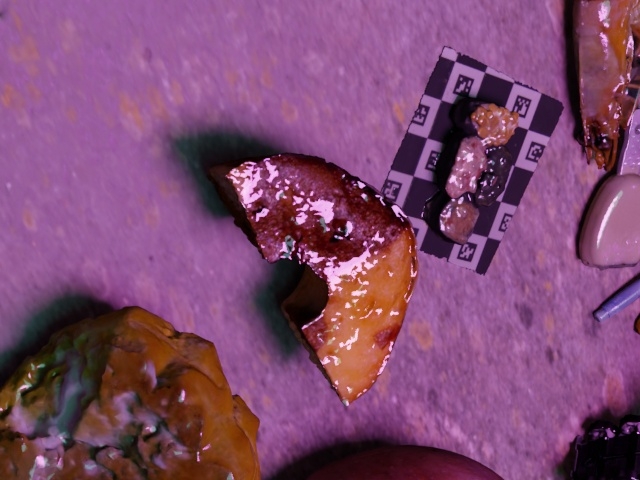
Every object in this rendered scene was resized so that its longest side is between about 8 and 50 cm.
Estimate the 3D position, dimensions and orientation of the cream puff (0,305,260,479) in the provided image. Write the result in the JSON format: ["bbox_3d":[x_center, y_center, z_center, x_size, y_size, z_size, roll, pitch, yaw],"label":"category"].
[{"bbox_3d":[-0.184,0.198,1.286,0.281,0.185,0.282,1,96,8],"label":"cream puff"}]

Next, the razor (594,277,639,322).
[{"bbox_3d":[0.390,0.057,1.669,0.135,0.040,0.068,-33,122,-10],"label":"razor"}]

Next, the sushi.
[{"bbox_3d":[0.173,-0.074,1.468,0.192,0.050,0.215,20,97,-36],"label":"sushi"}]

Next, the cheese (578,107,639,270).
[{"bbox_3d":[0.357,-0.061,1.596,0.097,0.037,0.192,-2,110,-33],"label":"cheese"}]

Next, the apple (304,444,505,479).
[{"bbox_3d":[0.086,0.356,1.465,0.305,0.235,0.306,-14,118,-29],"label":"apple"}]

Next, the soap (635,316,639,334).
[{"bbox_3d":[0.552,0.108,1.613,0.204,0.324,0.096,-44,120,-13],"label":"soap"}]

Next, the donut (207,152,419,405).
[{"bbox_3d":[0.000,0.000,1.353,0.151,0.112,0.295,-38,125,-17],"label":"donut"}]

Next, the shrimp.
[{"bbox_3d":[0.332,-0.205,1.517,0.145,0.061,0.267,-14,113,-38],"label":"shrimp"}]

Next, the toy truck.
[{"bbox_3d":[0.416,0.279,1.653,0.125,0.242,0.101,49,41,-29],"label":"toy truck"}]
